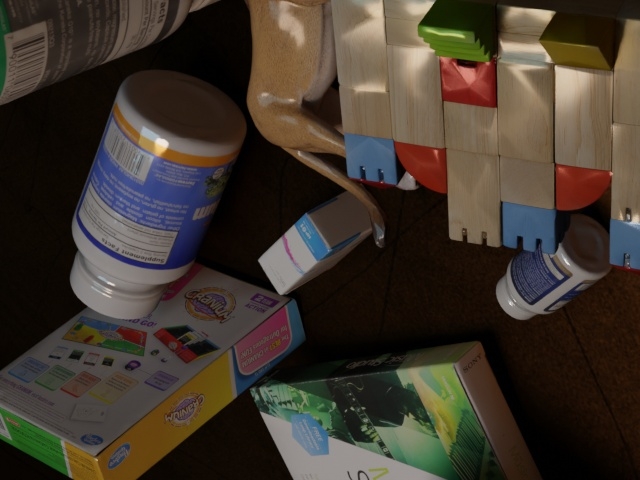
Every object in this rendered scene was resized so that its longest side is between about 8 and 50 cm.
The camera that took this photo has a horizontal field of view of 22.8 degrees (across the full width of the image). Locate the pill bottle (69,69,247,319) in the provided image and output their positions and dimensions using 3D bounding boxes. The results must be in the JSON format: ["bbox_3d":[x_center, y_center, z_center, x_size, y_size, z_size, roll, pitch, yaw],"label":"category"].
[{"bbox_3d":[-0.196,-0.046,1.814,0.152,0.152,0.272,41,126,25],"label":"pill bottle"}]

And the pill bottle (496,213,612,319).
[{"bbox_3d":[0.218,0.029,1.494,0.067,0.067,0.120,55,142,8],"label":"pill bottle"}]

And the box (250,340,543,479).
[{"bbox_3d":[0.088,0.236,1.742,0.322,0.058,0.232,-14,108,45],"label":"box"}]

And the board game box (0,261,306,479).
[{"bbox_3d":[-0.211,0.146,1.854,0.242,0.316,0.064,19,135,42],"label":"board game box"}]

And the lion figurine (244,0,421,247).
[{"bbox_3d":[-0.016,-0.196,1.551,0.240,0.142,0.392,17,118,25],"label":"lion figurine"}]

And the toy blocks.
[{"bbox_3d":[0.167,-0.108,1.360,0.382,0.190,0.260,10,128,21],"label":"toy blocks"}]

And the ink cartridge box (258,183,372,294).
[{"bbox_3d":[0.000,0.000,1.709,0.052,0.088,0.122,55,142,8],"label":"ink cartridge box"}]

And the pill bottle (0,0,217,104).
[{"bbox_3d":[-0.259,-0.275,1.611,0.204,0.361,0.204,27,131,36],"label":"pill bottle"}]
